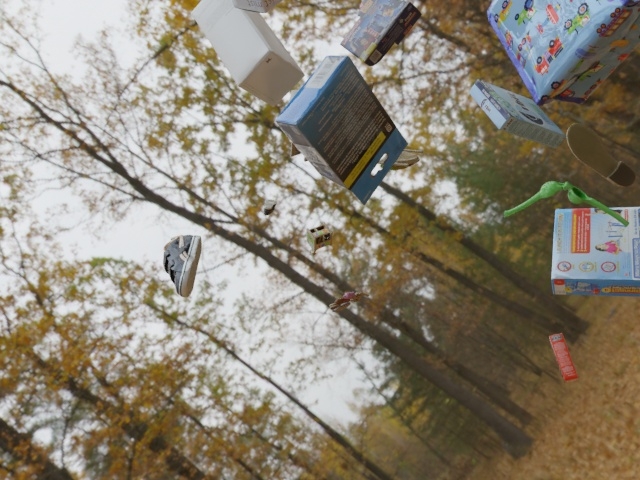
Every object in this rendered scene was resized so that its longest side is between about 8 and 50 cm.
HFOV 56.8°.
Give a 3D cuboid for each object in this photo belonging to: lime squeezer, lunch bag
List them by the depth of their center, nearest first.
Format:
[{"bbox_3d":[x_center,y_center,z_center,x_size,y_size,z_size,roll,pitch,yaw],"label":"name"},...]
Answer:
[{"bbox_3d":[0.423,-0.426,1.061,0.138,0.293,0.221,-9,-29,-31],"label":"lunch bag"},{"bbox_3d":[0.646,-0.100,1.562,0.059,0.310,0.109,-18,-68,-63],"label":"lime squeezer"}]

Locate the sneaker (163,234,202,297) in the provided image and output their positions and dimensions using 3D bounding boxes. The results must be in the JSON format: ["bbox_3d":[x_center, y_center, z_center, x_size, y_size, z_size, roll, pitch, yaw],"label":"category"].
[{"bbox_3d":[-0.512,0.092,2.146,0.321,0.128,0.126,-95,10,-58],"label":"sneaker"}]

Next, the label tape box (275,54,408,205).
[{"bbox_3d":[0.066,-0.293,1.611,0.240,0.106,0.333,-54,-51,-14],"label":"label tape box"}]

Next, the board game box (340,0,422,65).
[{"bbox_3d":[0.152,-0.594,1.645,0.060,0.194,0.194,27,-71,-42],"label":"board game box"}]

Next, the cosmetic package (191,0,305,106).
[{"bbox_3d":[-0.229,-0.620,1.865,0.155,0.365,0.197,-40,-28,19],"label":"cosmetic package"}]

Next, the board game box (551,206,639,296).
[{"bbox_3d":[0.917,0.032,1.915,0.086,0.302,0.308,62,-142,-43],"label":"board game box"}]

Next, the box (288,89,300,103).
[{"bbox_3d":[-0.028,-0.501,2.288,0.130,0.170,0.091,-15,-31,-25],"label":"box"}]

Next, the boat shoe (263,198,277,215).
[{"bbox_3d":[-0.203,-0.134,2.377,0.125,0.046,0.038,-77,-2,-69],"label":"boat shoe"}]

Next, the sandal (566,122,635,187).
[{"bbox_3d":[0.804,-0.240,1.733,0.088,0.240,0.079,-47,-5,3],"label":"sandal"}]

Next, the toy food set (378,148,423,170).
[{"bbox_3d":[0.267,-0.266,1.988,0.192,0.132,0.038,-40,-46,-55],"label":"toy food set"}]

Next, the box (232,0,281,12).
[{"bbox_3d":[-0.127,-0.733,1.455,0.262,0.127,0.231,-47,-39,-25],"label":"box"}]

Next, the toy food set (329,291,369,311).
[{"bbox_3d":[0.074,0.169,1.685,0.122,0.019,0.078,-27,-25,20],"label":"toy food set"}]

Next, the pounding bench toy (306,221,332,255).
[{"bbox_3d":[0.000,0.000,1.697,0.065,0.052,0.083,-20,-41,-19],"label":"pounding bench toy"}]

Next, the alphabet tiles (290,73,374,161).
[{"bbox_3d":[0.034,-0.391,1.928,0.285,0.011,0.342,-23,-26,-19],"label":"alphabet tiles"}]

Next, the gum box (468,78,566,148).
[{"bbox_3d":[0.450,-0.289,1.356,0.184,0.157,0.041,10,-51,-29],"label":"gum box"}]

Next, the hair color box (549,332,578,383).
[{"bbox_3d":[0.752,0.365,1.833,0.043,0.141,0.072,-18,-25,15],"label":"hair color box"}]
